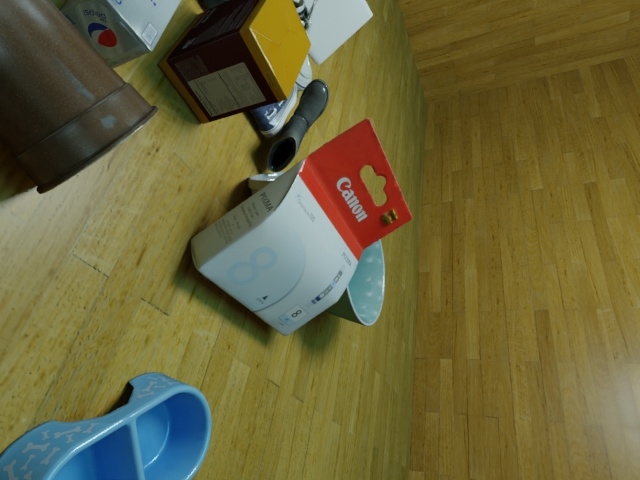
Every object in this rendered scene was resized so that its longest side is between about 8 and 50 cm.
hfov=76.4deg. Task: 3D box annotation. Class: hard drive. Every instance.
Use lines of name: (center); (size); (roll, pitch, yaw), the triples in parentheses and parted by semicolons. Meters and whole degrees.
hard drive: (-0.020, -0.636, 1.040); (0.307, 0.203, 0.040); (38, 18, -47)

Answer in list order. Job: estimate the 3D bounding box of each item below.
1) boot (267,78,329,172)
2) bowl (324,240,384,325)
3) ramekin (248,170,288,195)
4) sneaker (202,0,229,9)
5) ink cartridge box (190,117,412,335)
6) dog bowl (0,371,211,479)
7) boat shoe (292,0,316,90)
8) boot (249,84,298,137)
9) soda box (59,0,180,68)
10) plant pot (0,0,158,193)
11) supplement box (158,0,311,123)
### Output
boot: (-0.053, -0.274, 0.958); (0.190, 0.076, 0.208); (-60, -178, 31)
bowl: (0.053, 0.075, 1.102); (0.311, 0.163, 0.312); (26, 61, -60)
ramekin: (-0.049, -0.090, 0.891); (0.207, 0.207, 0.109); (-34, 124, -62)
sneaker: (-0.194, -0.630, 0.774); (0.125, 0.139, 0.341); (-41, 120, -58)
ink cartridge box: (0.000, 0.000, 0.790); (0.308, 0.385, 0.091); (52, 5, -47)
dog bowl: (-0.254, 0.283, 0.520); (0.297, 0.074, 0.166); (-14, 97, -65)
boat shoe: (-0.074, -0.532, 0.980); (0.367, 0.156, 0.136); (55, 38, -45)
boot: (-0.109, -0.341, 0.964); (0.086, 0.069, 0.190); (57, 38, -48)
soda box: (-0.268, -0.393, 0.613); (0.091, 0.098, 0.286); (50, 41, -48)
plant pot: (-0.300, -0.167, 0.444); (0.165, 0.166, 0.167); (57, 36, -30)
supplement box: (-0.147, -0.341, 0.742); (0.129, 0.194, 0.191); (57, 36, -43)
